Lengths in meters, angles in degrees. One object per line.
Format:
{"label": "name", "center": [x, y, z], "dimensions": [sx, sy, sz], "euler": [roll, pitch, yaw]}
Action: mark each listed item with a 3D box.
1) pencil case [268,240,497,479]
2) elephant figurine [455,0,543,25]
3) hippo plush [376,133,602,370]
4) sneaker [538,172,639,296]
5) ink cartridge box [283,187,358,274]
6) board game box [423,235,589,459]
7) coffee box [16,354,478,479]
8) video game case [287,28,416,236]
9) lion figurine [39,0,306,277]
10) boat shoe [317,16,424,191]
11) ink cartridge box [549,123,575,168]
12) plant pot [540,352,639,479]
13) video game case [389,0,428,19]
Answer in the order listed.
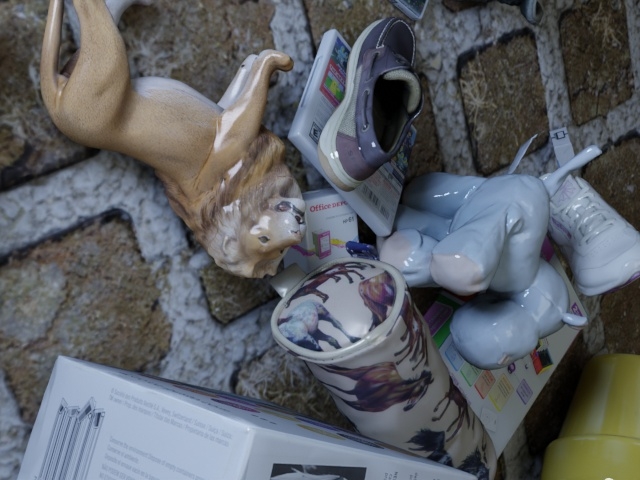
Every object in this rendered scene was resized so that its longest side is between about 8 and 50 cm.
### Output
{"label": "pencil case", "center": [0.089, 0.187, 1.220], "dimensions": [0.160, 0.183, 0.410], "euler": [-36, 131, -5]}
{"label": "elephant figurine", "center": [0.264, -0.375, 1.348], "dimensions": [0.186, 0.169, 0.239], "euler": [-25, 148, -2]}
{"label": "hippo plush", "center": [0.224, 0.033, 1.319], "dimensions": [0.294, 0.234, 0.236], "euler": [-39, 121, -21]}
{"label": "sneaker", "center": [0.380, -0.016, 1.438], "dimensions": [0.114, 0.305, 0.152], "euler": [-36, 106, 5]}
{"label": "ink cartridge box", "center": [0.000, 0.000, 1.236], "dimensions": [0.089, 0.052, 0.122], "euler": [-15, 104, -39]}
{"label": "board game box", "center": [0.265, 0.147, 1.479], "dimensions": [0.316, 0.064, 0.242], "euler": [-50, 125, -24]}
{"label": "coffee box", "center": [-0.102, 0.337, 1.006], "dimensions": [0.334, 0.338, 0.338], "euler": [22, 81, -42]}
{"label": "video game case", "center": [0.046, -0.134, 1.238], "dimensions": [0.201, 0.023, 0.183], "euler": [45, 47, -35]}
{"label": "lion figurine", "center": [-0.166, -0.127, 1.041], "dimensions": [0.392, 0.142, 0.240], "euler": [25, 87, -26]}
{"label": "boat shoe", "center": [0.081, -0.177, 1.198], "dimensions": [0.103, 0.092, 0.285], "euler": [51, 43, -29]}
{"label": "ink cartridge box", "center": [0.381, -0.145, 1.547], "dimensions": [0.083, 0.028, 0.048], "euler": [-78, 149, -61]}
{"label": "plant pot", "center": [0.498, 0.325, 1.606], "dimensions": [0.254, 0.254, 0.239], "euler": [37, 56, -38]}
{"label": "video game case", "center": [0.105, -0.415, 1.289], "dimensions": [0.173, 0.022, 0.190], "euler": [29, 76, -39]}
